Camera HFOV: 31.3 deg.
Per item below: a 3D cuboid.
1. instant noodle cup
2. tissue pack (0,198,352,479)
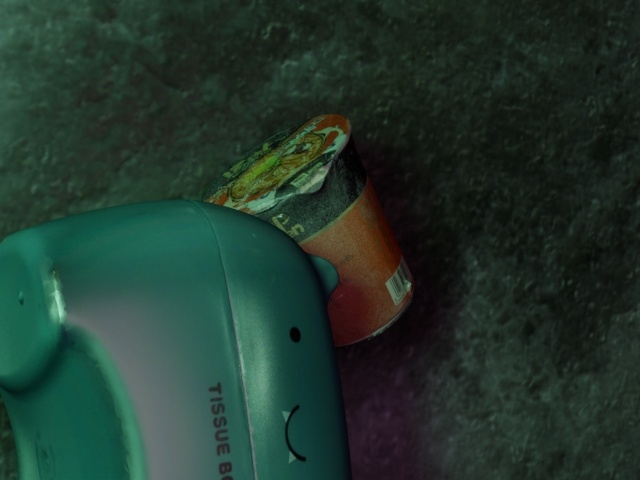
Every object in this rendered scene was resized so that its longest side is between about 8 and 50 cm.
[{"bbox_3d":[0.000,-0.001,0.812,0.127,0.127,0.135,-43,115,-24],"label":"instant noodle cup"},{"bbox_3d":[-0.090,0.122,0.702,0.206,0.198,0.287,-4,83,-33],"label":"tissue pack"}]
